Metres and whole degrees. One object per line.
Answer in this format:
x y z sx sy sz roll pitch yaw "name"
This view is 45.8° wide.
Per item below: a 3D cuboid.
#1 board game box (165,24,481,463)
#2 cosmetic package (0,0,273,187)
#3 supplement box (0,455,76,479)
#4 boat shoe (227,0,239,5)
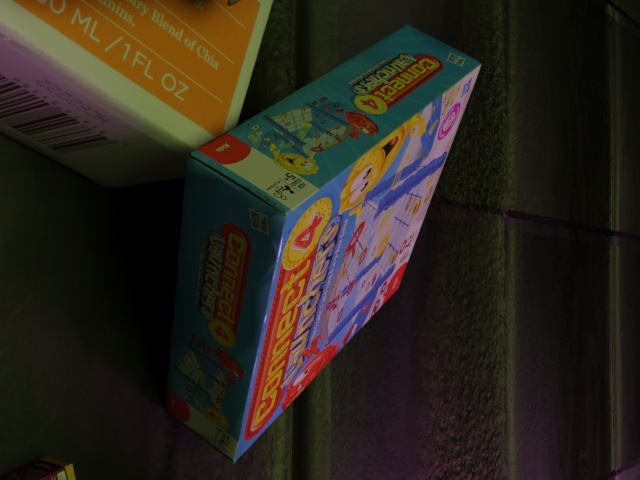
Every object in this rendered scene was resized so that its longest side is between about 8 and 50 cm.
0.000 0.000 0.691 0.302 0.086 0.308 -41 155 -42 "board game box"
-0.146 -0.296 0.603 0.230 0.161 0.453 31 65 -44 "cosmetic package"
-0.228 0.207 0.571 0.083 0.043 0.055 -17 101 -49 "supplement box"
-0.066 -0.215 0.503 0.302 0.109 0.098 -23 146 -48 "boat shoe"
